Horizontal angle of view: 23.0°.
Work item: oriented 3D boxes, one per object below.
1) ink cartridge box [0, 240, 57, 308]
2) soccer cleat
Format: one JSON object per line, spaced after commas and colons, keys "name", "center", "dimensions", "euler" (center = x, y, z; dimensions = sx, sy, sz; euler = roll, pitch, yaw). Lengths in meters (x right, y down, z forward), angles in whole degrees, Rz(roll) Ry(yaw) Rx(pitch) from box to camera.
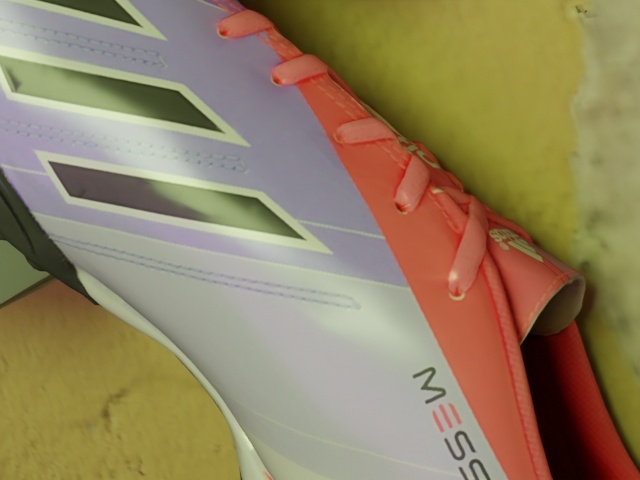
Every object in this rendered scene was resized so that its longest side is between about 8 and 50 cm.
{"name": "ink cartridge box", "center": [-0.161, -0.083, 0.508], "dimensions": [0.153, 0.087, 0.208], "euler": [3, 116, 40]}
{"name": "soccer cleat", "center": [0.000, 0.000, 0.419], "dimensions": [0.116, 0.108, 0.318], "euler": [-33, 91, 30]}
